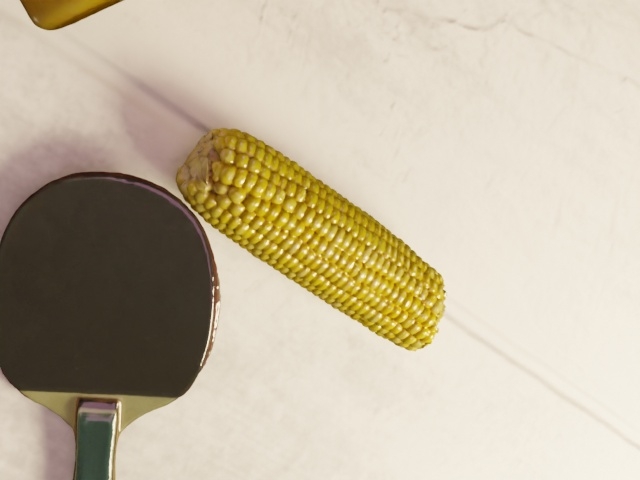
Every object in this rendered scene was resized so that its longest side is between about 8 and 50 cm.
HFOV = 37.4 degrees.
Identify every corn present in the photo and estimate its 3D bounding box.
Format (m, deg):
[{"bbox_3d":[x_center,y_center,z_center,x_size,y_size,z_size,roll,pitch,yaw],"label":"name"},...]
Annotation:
[{"bbox_3d":[0.000,0.000,0.754,0.248,0.081,0.081,34,88,-20],"label":"corn"}]

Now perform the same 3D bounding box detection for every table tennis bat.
[{"bbox_3d":[-0.168,0.096,0.732,0.173,0.022,0.301,4,103,-8],"label":"table tennis bat"}]

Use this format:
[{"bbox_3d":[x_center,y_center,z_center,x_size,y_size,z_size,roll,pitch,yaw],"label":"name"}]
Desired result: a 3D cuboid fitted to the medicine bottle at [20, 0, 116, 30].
[{"bbox_3d":[-0.119,-0.281,0.575,0.238,0.238,0.232,-29,108,-12],"label":"medicine bottle"}]
